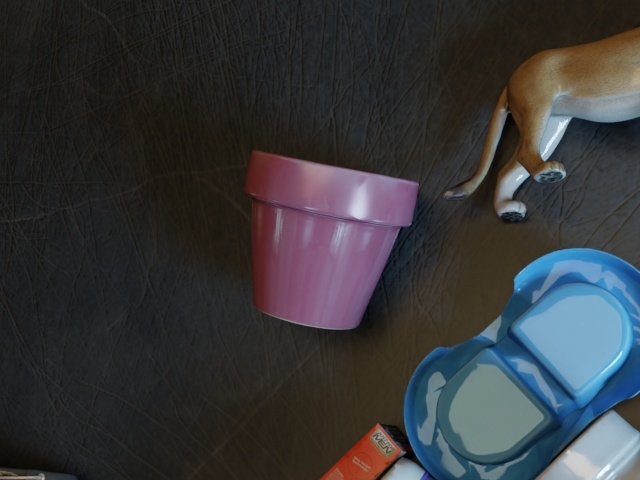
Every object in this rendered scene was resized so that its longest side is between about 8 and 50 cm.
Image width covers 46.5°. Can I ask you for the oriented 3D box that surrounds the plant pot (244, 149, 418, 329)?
[{"bbox_3d":[0.000,0.000,0.870,0.201,0.201,0.180,15,97,25],"label":"plant pot"}]

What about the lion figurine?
[{"bbox_3d":[0.322,-0.170,0.810,0.392,0.142,0.240,-8,65,24],"label":"lion figurine"}]

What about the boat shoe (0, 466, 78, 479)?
[{"bbox_3d":[-0.476,0.331,1.013,0.335,0.112,0.095,10,61,18],"label":"boat shoe"}]

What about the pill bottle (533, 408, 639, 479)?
[{"bbox_3d":[0.307,0.280,0.618,0.152,0.152,0.272,-46,67,5],"label":"pill bottle"}]

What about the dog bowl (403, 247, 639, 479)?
[{"bbox_3d":[0.227,0.143,0.794,0.297,0.074,0.166,-43,65,5],"label":"dog bowl"}]

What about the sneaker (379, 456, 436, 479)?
[{"bbox_3d":[0.081,0.404,0.750,0.236,0.130,0.323,39,104,14],"label":"sneaker"}]

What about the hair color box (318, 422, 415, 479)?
[{"bbox_3d":[0.038,0.269,0.834,0.141,0.072,0.043,-46,64,5],"label":"hair color box"}]
